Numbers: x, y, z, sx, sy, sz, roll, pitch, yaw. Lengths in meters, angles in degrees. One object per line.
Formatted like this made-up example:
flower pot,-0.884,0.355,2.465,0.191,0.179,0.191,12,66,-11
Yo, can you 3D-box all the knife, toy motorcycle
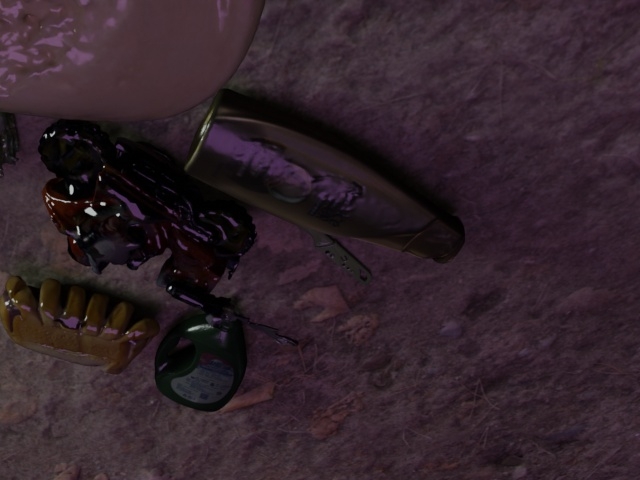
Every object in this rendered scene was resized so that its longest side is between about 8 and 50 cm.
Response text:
knife,0.000,0.000,1.150,0.030,0.014,0.207,-34,121,28
toy motorcycle,-0.188,0.006,1.096,0.401,0.134,0.207,27,129,-16

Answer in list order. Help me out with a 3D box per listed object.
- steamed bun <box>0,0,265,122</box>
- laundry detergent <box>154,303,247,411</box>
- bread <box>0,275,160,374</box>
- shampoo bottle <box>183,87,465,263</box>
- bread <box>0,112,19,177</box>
steamed bun,-0.255,-0.317,0.658,0.455,0.371,0.290,10,130,-17
laundry detergent,-0.172,0.167,1.283,0.137,0.063,0.211,22,130,-5
bread,-0.352,0.120,1.247,0.225,0.081,0.134,18,136,-13
shampoo bottle,0.015,-0.063,1.047,0.350,0.084,0.125,24,127,-16
bread,-0.446,-0.140,1.037,0.232,0.064,0.172,-29,121,29
